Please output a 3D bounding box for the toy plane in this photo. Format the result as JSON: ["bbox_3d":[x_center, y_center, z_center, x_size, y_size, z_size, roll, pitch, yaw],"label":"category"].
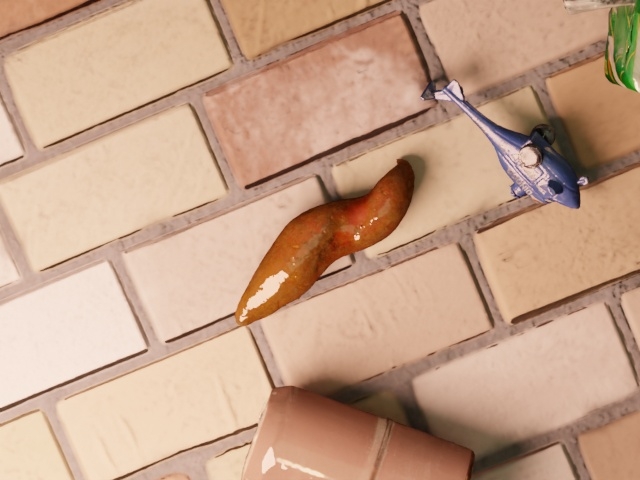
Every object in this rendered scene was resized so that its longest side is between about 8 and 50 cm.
[{"bbox_3d":[0.158,-0.081,1.703,0.167,0.054,0.062,42,123,-3],"label":"toy plane"}]

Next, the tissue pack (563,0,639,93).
[{"bbox_3d":[0.270,-0.190,1.599,0.156,0.209,0.148,11,98,2],"label":"tissue pack"}]

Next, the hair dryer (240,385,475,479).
[{"bbox_3d":[-0.008,0.308,1.742,0.189,0.107,0.344,19,104,1],"label":"hair dryer"}]

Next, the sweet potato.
[{"bbox_3d":[0.001,0.001,1.716,0.202,0.055,0.058,-37,131,5],"label":"sweet potato"}]
